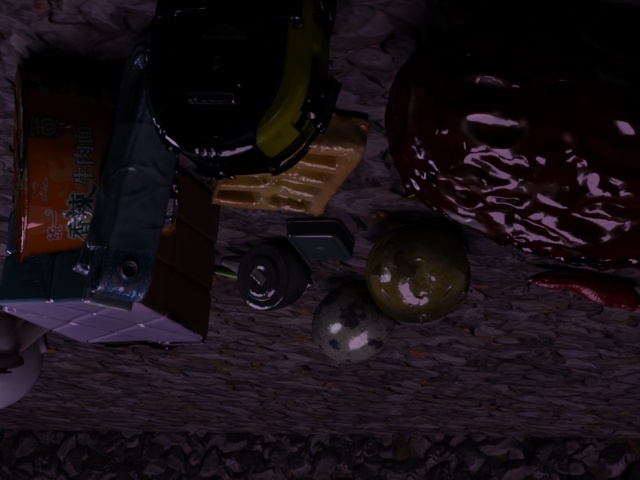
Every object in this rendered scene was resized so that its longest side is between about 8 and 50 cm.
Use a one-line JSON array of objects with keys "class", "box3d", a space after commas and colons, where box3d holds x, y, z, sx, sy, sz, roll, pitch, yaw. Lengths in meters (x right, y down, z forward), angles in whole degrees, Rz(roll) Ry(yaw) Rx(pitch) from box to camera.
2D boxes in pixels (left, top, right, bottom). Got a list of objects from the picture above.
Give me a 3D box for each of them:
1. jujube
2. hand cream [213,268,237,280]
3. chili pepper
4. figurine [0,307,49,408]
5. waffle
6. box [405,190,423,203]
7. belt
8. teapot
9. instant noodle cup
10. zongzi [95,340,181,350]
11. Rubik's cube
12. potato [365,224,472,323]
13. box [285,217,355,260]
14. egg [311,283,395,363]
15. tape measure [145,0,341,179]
[{"class": "jujube", "box3d": [0.259, -0.096, 1.229, 0.377, 0.258, 0.258, 5, 163, -16]}, {"class": "hand cream", "box3d": [-0.140, 0.061, 2.129, 0.122, 0.023, 0.036, 7, 166, 7]}, {"class": "chili pepper", "box3d": [0.463, 0.081, 2.005, 0.268, 0.059, 0.050, 15, 121, -21]}, {"class": "figurine", "box3d": [-0.691, 0.224, 2.462, 0.253, 0.211, 0.361, 20, 152, -13]}, {"class": "waffle", "box3d": [-0.049, -0.100, 1.556, 0.168, 0.057, 0.274, 8, 161, -11]}, {"class": "box", "box3d": [0.221, -0.075, 1.611, 0.121, 0.030, 0.193, 17, 157, -33]}, {"class": "belt", "box3d": [-0.196, -0.074, 1.297, 0.072, 0.302, 0.087, 16, 177, -36]}, {"class": "teapot", "box3d": [-0.081, 0.065, 1.996, 0.149, 0.111, 0.108, -16, 167, 36]}, {"class": "instant noodle cup", "box3d": [-0.267, -0.088, 1.417, 0.182, 0.230, 0.230, 0, 164, -16]}, {"class": "zongzi", "box3d": [-0.395, 0.065, 2.074, 0.289, 0.154, 0.317, -7, 139, 42]}, {"class": "Rubik's cube", "box3d": [-0.293, 0.016, 1.704, 0.231, 0.224, 0.221, -3, 161, 21]}, {"class": "potato", "box3d": [0.151, 0.059, 1.854, 0.169, 0.143, 0.248, 14, 163, 5]}, {"class": "box", "box3d": [0.000, 0.000, 1.890, 0.091, 0.031, 0.126, 0, 160, 14]}, {"class": "egg", "box3d": [0.062, 0.147, 2.149, 0.141, 0.141, 0.182, 13, 156, -24]}, {"class": "tape measure", "box3d": [-0.080, -0.157, 1.187, 0.199, 0.186, 0.112, -1, 169, 19]}]
